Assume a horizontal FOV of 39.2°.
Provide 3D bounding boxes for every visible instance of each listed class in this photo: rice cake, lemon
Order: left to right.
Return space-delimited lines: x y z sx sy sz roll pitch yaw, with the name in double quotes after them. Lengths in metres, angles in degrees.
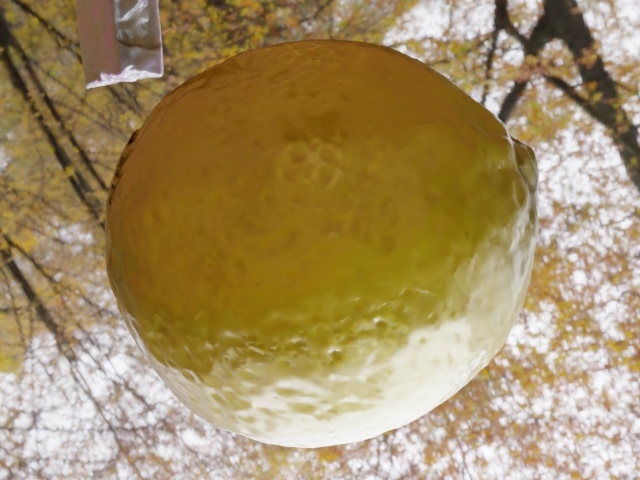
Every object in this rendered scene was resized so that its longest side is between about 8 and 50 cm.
-0.170 -0.272 0.726 0.050 0.298 0.106 -9 -164 -28 "rice cake"
-0.001 0.000 0.599 0.293 0.293 0.293 -18 -152 10 "lemon"
